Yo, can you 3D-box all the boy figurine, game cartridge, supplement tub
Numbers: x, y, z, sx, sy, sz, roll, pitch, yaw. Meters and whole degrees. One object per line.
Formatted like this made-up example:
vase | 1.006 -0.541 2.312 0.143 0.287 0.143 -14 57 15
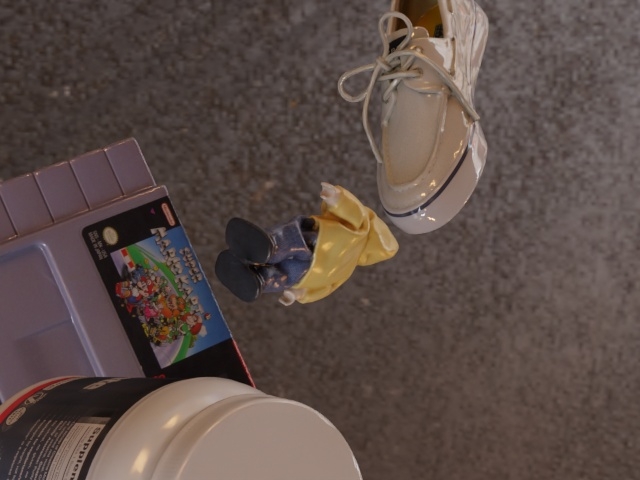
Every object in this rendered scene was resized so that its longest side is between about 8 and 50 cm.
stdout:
boy figurine | 0.000 0.000 1.637 0.285 0.092 0.177 -14 129 -47
game cartridge | -0.201 0.096 1.176 0.230 0.068 0.355 -23 86 -22
supplement tub | -0.118 0.192 0.879 0.191 0.272 0.191 5 83 -41

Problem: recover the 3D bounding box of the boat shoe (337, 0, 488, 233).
boat shoe | 0.103 -0.184 1.378 0.156 0.135 0.367 44 44 -35
